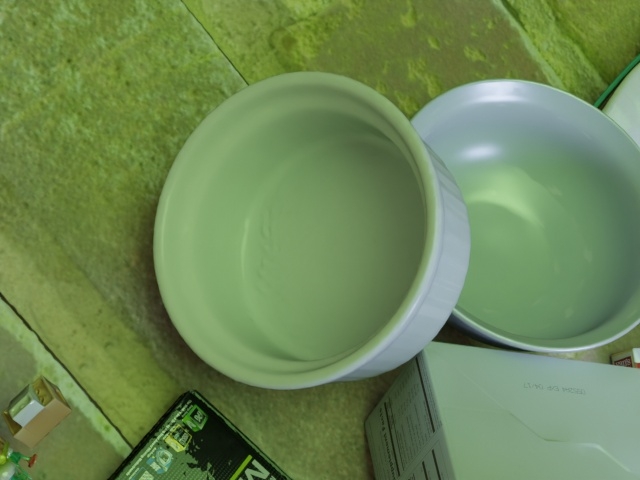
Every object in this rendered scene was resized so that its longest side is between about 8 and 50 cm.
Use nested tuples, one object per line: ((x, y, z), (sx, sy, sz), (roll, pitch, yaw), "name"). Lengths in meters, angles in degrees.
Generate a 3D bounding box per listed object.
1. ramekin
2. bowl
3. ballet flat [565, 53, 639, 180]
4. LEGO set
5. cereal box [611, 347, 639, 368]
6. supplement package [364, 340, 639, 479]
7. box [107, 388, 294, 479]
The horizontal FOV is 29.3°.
((0.000, 0.000, 1.103), (0.135, 0.277, 0.277), (22, 60, -61), "ramekin")
((0.194, -0.007, 1.249), (0.298, 0.134, 0.298), (5, 65, -11), "bowl")
((0.418, -0.179, 1.403), (0.139, 0.139, 0.400), (46, 60, -6), "ballet flat")
((-0.291, 0.249, 0.988), (0.107, 0.132, 0.287), (48, 56, -15), "LEGO set")
((0.417, 0.235, 1.343), (0.173, 0.047, 0.240), (0, 75, -24), "cereal box")
((0.200, 0.229, 1.155), (0.262, 0.145, 0.204), (9, 46, -21), "supplement package")
((-0.112, 0.264, 1.101), (0.184, 0.045, 0.191), (44, 64, -5), "box")
